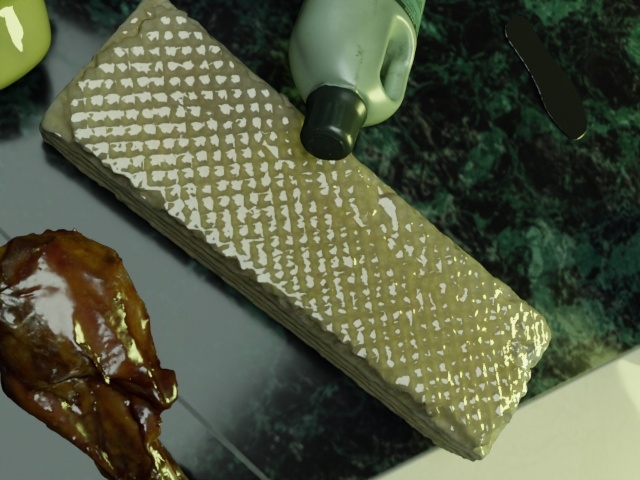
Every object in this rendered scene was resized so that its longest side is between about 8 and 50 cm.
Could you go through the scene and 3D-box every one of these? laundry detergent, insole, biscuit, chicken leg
[{"bbox_3d":[0.028,-0.154,0.537,0.099,0.070,0.226,35,51,-29],"label":"laundry detergent"},{"bbox_3d":[0.220,-0.158,0.684,0.045,0.002,0.135,-39,99,-20],"label":"insole"},{"bbox_3d":[0.000,0.000,0.550,0.426,0.078,0.144,40,73,-13],"label":"biscuit"},{"bbox_3d":[-0.137,0.132,0.493,0.113,0.093,0.305,-27,103,-3],"label":"chicken leg"}]

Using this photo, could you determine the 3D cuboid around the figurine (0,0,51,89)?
[{"bbox_3d":[-0.262,-0.210,0.419,0.153,0.180,0.262,-29,103,-14],"label":"figurine"}]
